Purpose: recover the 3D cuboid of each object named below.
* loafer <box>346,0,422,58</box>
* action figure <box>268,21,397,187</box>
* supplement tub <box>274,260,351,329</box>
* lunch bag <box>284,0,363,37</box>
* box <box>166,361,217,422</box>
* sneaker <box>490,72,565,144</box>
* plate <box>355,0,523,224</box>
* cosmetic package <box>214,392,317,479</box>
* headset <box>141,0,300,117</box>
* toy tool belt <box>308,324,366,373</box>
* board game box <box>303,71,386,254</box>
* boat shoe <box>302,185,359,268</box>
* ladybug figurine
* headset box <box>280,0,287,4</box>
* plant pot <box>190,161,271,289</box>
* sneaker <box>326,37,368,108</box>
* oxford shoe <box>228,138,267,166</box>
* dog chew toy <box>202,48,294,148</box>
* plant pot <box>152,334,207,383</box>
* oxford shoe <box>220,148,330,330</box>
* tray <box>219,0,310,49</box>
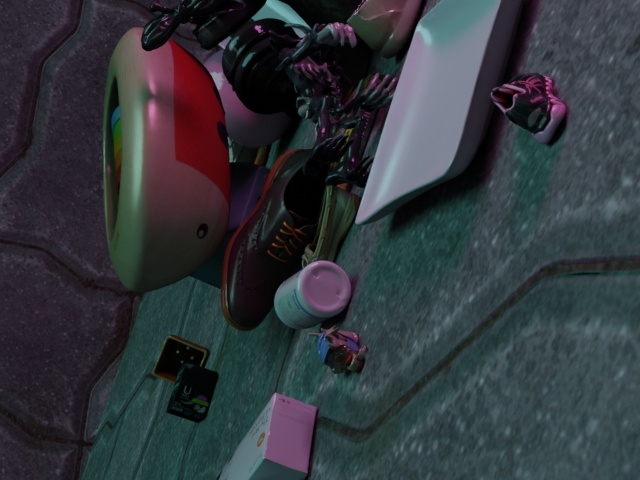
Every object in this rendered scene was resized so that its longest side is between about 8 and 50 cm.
[{"bbox_3d":[0.112,-0.390,1.612,0.102,0.092,0.268,156,134,-72],"label":"loafer"},{"bbox_3d":[0.023,-0.204,1.516,0.141,0.164,0.276,-30,51,27],"label":"action figure"},{"bbox_3d":[-0.011,0.069,1.421,0.107,0.071,0.071,145,144,-68],"label":"supplement tub"},{"bbox_3d":[0.034,-0.482,1.701,0.169,0.235,0.287,19,77,44],"label":"lunch bag"},{"bbox_3d":[-0.221,0.261,1.979,0.052,0.062,0.083,133,156,-60],"label":"box"},{"bbox_3d":[0.175,-0.126,1.014,0.119,0.057,0.047,-99,31,-68],"label":"sneaker"},{"bbox_3d":[0.137,-0.159,1.248,0.278,0.045,0.277,149,142,-70],"label":"plate"},{"bbox_3d":[-0.083,0.292,1.375,0.099,0.060,0.239,-84,20,-47],"label":"cosmetic package"},{"bbox_3d":[-0.134,-0.288,1.694,0.185,0.243,0.394,-38,-12,3],"label":"headset"},{"bbox_3d":[0.015,0.121,1.274,0.083,0.051,0.052,-133,65,-75],"label":"toy tool belt"},{"bbox_3d":[0.026,-0.108,1.654,0.260,0.030,0.136,-71,15,-10],"label":"board game box"},{"bbox_3d":[0.000,0.000,1.533,0.056,0.048,0.153,-98,33,-66],"label":"boat shoe"},{"bbox_3d":[-0.228,-0.127,1.693,0.305,0.162,0.449,113,153,-50],"label":"ladybug figurine"},{"bbox_3d":[-0.057,-0.535,2.086,0.218,0.293,0.110,-84,20,-47],"label":"headset box"},{"bbox_3d":[-0.111,-0.024,1.803,0.234,0.165,0.165,-19,50,60],"label":"plant pot"},{"bbox_3d":[0.031,-0.275,1.840,0.118,0.083,0.222,93,179,-56],"label":"sneaker"},{"bbox_3d":[-0.175,-0.217,2.405,0.130,0.132,0.364,145,144,-66],"label":"oxford shoe"},{"bbox_3d":[-0.102,-0.346,2.209,0.332,0.206,0.206,-60,13,0],"label":"dog chew toy"},{"bbox_3d":[-0.260,0.224,2.176,0.083,0.081,0.081,-76,9,-84],"label":"plant pot"},{"bbox_3d":[-0.061,-0.005,1.576,0.098,0.097,0.271,-2,67,70],"label":"oxford shoe"},{"bbox_3d":[-0.090,-0.369,2.092,0.145,0.270,0.030,-48,-27,-3],"label":"tray"}]
